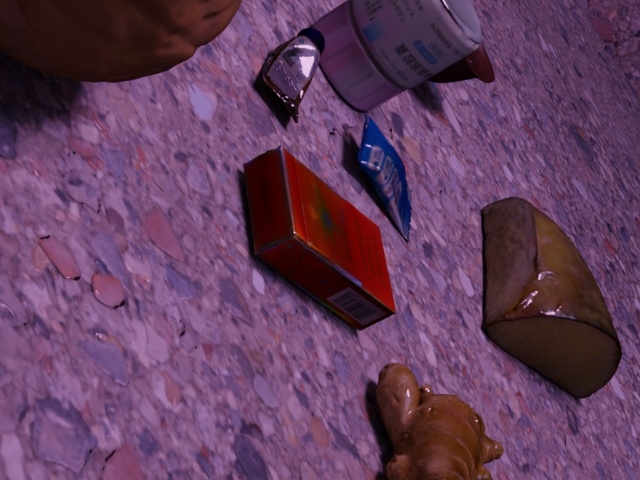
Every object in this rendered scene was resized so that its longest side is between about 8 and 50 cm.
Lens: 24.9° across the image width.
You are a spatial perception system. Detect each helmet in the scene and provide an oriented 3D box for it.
[{"bbox_3d":[0.153,-0.270,1.951,0.175,0.106,0.155,51,26,-27],"label":"helmet"}]

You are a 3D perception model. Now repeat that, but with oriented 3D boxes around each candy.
[{"bbox_3d":[0.077,-0.074,1.646,0.136,0.038,0.088,58,24,-32],"label":"candy"}]

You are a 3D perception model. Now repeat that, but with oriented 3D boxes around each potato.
[{"bbox_3d":[0.283,0.038,1.863,0.269,0.112,0.255,36,32,-49],"label":"potato"}]

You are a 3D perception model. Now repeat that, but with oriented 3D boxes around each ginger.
[{"bbox_3d":[0.108,0.201,1.324,0.115,0.081,0.205,42,26,-34],"label":"ginger"}]

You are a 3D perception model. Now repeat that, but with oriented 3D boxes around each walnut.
[{"bbox_3d":[-0.163,-0.260,1.080,0.277,0.252,0.313,64,13,9],"label":"walnut"}]

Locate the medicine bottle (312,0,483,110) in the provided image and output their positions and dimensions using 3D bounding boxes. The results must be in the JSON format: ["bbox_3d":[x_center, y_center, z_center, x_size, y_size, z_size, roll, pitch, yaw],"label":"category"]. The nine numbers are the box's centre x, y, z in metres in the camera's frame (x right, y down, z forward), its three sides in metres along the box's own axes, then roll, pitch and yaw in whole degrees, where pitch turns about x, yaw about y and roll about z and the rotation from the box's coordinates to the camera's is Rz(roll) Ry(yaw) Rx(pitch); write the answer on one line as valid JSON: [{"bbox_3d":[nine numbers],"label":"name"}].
[{"bbox_3d":[0.089,-0.244,1.702,0.135,0.168,0.135,47,27,-33],"label":"medicine bottle"}]

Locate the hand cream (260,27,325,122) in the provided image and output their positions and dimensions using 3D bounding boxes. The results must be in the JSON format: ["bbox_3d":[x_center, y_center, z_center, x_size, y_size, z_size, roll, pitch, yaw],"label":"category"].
[{"bbox_3d":[-0.029,-0.181,1.557,0.062,0.039,0.163,55,29,-19],"label":"hand cream"}]

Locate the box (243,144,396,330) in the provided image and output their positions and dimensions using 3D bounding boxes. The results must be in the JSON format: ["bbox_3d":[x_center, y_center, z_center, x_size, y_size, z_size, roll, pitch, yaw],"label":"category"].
[{"bbox_3d":[-0.001,0.000,1.375,0.175,0.048,0.112,39,32,-43],"label":"box"}]
